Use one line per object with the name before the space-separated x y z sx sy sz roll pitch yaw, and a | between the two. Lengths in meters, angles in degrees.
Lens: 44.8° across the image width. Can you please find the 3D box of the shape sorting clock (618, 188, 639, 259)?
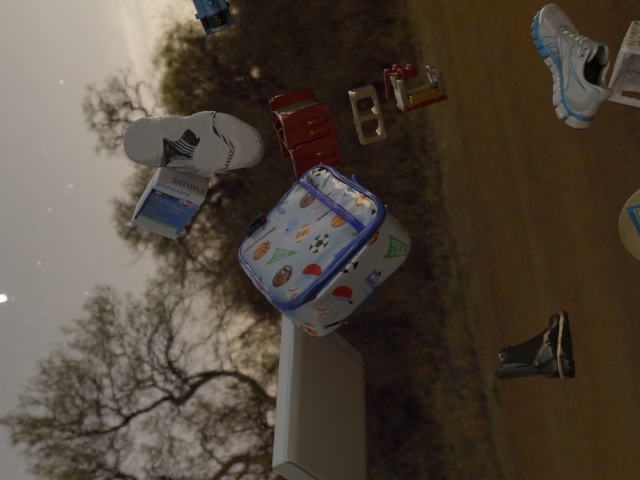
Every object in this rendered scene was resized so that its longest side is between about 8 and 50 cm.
shape sorting clock | 0.608 -0.028 1.297 0.040 0.206 0.206 -64 -26 -43

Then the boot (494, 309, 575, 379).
boot | 0.396 0.191 1.446 0.198 0.137 0.076 -49 -52 -66

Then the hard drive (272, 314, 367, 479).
hard drive | 0.006 0.311 1.460 0.233 0.047 0.353 44 -149 -33

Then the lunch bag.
lunch bag | 0.000 0.000 1.233 0.115 0.243 0.303 42 -179 -30

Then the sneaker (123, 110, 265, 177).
sneaker | -0.264 -0.223 1.839 0.210 0.366 0.137 3 -88 -65

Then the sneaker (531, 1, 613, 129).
sneaker | 0.338 -0.244 1.014 0.083 0.072 0.190 129 136 -55

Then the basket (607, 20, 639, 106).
basket | 0.707 -0.386 1.703 0.167 0.113 0.103 82 -153 -62

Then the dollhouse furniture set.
dollhouse furniture set | 0.085 -0.283 1.768 0.201 0.374 0.152 -115 9 -66

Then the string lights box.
string lights box | -0.403 -0.105 2.081 0.260 0.134 0.076 -42 32 52

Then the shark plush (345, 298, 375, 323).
shark plush | 0.033 0.122 1.608 0.067 0.161 0.073 -10 64 54

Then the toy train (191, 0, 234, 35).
toy train | -0.232 -0.499 1.553 0.105 0.080 0.184 -115 4 -59
